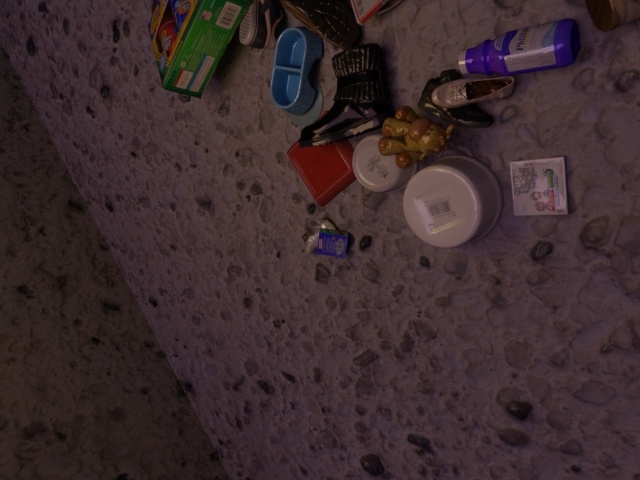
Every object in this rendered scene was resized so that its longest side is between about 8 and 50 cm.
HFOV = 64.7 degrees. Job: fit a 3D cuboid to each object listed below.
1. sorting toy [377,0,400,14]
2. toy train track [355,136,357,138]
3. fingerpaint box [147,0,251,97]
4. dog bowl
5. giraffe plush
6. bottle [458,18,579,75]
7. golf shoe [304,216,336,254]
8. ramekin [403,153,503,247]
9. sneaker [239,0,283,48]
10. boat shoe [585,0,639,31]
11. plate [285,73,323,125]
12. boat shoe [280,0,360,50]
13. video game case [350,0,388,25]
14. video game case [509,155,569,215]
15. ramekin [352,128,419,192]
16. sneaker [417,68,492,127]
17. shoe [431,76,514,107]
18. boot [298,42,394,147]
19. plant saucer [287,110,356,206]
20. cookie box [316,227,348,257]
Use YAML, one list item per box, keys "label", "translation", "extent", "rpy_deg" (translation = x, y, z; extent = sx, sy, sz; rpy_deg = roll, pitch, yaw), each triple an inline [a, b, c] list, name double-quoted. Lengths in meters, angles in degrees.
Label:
- label: "sorting toy"
  translation: [0.202, -0.720, 1.506]
  extent: [0.075, 0.045, 0.083]
  rpy_deg: [-14, 84, 29]
- label: "toy train track"
  translation: [0.128, -0.380, 1.698]
  extent: [0.048, 0.014, 0.083]
  rpy_deg: [35, 125, 26]
- label: "fingerpaint box"
  translation: [-0.466, -0.825, 1.854]
  extent: [0.445, 0.163, 0.370]
  rpy_deg: [-45, 54, 40]
- label: "dog bowl"
  translation: [-0.092, -0.588, 1.742]
  extent: [0.166, 0.074, 0.297]
  rpy_deg: [22, 109, 33]
- label: "giraffe plush"
  translation: [0.289, -0.290, 1.443]
  extent: [0.211, 0.170, 0.181]
  rpy_deg: [15, 96, -11]
- label: "bottle"
  translation: [0.499, -0.481, 1.293]
  extent: [0.283, 0.118, 0.092]
  rpy_deg: [3, 148, 39]
- label: "golf shoe"
  translation: [0.000, 0.000, 1.901]
  extent: [0.086, 0.069, 0.176]
  rpy_deg: [38, 127, 16]
- label: "ramekin"
  translation: [0.381, -0.110, 1.503]
  extent: [0.277, 0.135, 0.277]
  rpy_deg: [14, 113, 35]
- label: "sneaker"
  translation: [-0.207, -0.812, 1.763]
  extent: [0.126, 0.128, 0.320]
  rpy_deg: [-14, 72, 55]
- label: "boat shoe"
  translation: [0.641, -0.651, 1.136]
  extent: [0.110, 0.121, 0.340]
  rpy_deg: [-19, 96, 4]
- label: "plate"
  translation: [-0.071, -0.504, 1.812]
  extent: [0.188, 0.024, 0.188]
  rpy_deg: [14, 114, 35]
- label: "boat shoe"
  translation: [-0.009, -0.731, 1.626]
  extent: [0.324, 0.120, 0.122]
  rpy_deg: [42, 92, 1]
- label: "video game case"
  translation: [0.188, -0.792, 1.455]
  extent: [0.285, 0.025, 0.203]
  rpy_deg: [-31, 63, 42]
- label: "video game case"
  translation: [0.599, -0.146, 1.389]
  extent: [0.143, 0.019, 0.157]
  rpy_deg: [0, 105, 39]
- label: "ramekin"
  translation: [0.199, -0.251, 1.621]
  extent: [0.207, 0.109, 0.207]
  rpy_deg: [14, 113, 35]
- label: "sneaker"
  translation: [0.390, -0.402, 1.428]
  extent: [0.228, 0.087, 0.130]
  rpy_deg: [35, 129, 30]
- label: "shoe"
  translation: [0.409, -0.406, 1.358]
  extent: [0.219, 0.058, 0.076]
  rpy_deg: [-7, 87, 6]
- label: "boot"
  translation: [0.060, -0.457, 1.626]
  extent: [0.348, 0.131, 0.260]
  rpy_deg: [-14, 98, 22]
- label: "plant saucer"
  translation: [0.002, -0.285, 1.812]
  extent: [0.259, 0.048, 0.258]
  rpy_deg: [-38, 80, 41]
- label: "cookie box"
  translation: [0.045, 0.009, 1.848]
  extent: [0.107, 0.040, 0.091]
  rpy_deg: [8, 115, 2]
